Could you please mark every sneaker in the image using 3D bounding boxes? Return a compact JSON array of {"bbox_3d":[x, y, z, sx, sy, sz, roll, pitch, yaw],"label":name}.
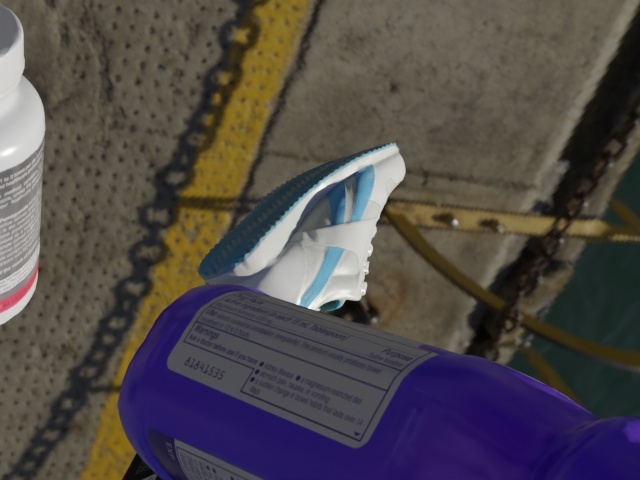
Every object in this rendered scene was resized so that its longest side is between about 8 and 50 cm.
[{"bbox_3d":[0.000,0.000,0.883,0.228,0.087,0.092,-44,109,-43],"label":"sneaker"}]

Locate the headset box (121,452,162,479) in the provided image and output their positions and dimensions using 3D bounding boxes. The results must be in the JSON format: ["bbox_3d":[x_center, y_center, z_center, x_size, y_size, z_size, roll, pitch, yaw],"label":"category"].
[{"bbox_3d":[-0.023,0.270,0.775,0.110,0.218,0.293,-26,107,21],"label":"headset box"}]

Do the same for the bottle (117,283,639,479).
[{"bbox_3d":[0.044,0.090,0.418,0.118,0.283,0.092,44,69,-39],"label":"bottle"}]

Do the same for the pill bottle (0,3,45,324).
[{"bbox_3d":[-0.362,-0.073,1.129,0.176,0.176,0.318,-6,134,-23],"label":"pill bottle"}]
